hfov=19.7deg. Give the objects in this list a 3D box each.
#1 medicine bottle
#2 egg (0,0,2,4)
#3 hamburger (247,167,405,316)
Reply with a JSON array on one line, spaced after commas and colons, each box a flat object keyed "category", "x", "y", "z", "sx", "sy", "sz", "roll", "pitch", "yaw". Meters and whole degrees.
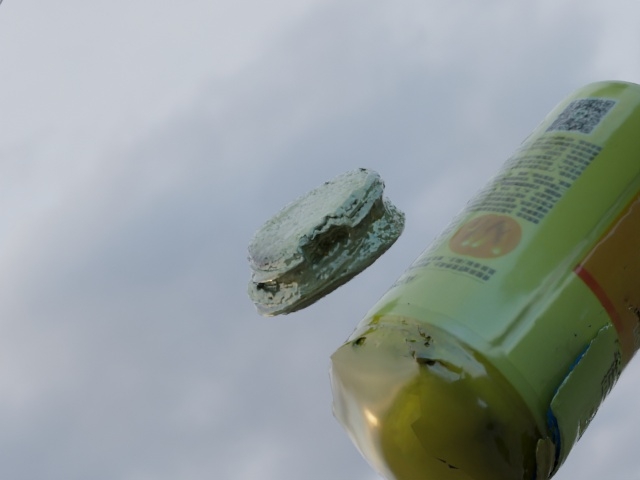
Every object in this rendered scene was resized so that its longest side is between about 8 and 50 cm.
[{"category": "medicine bottle", "x": 0.106, "y": 0.031, "z": 0.910, "sx": 0.239, "sy": 0.124, "sz": 0.124, "roll": -48, "pitch": -13, "yaw": -32}, {"category": "egg", "x": -0.283, "y": -0.187, "z": 1.125, "sx": 0.271, "sy": 0.162, "sz": 0.206, "roll": -58, "pitch": 0, "yaw": -45}, {"category": "hamburger", "x": 0.000, "y": 0.000, "z": 1.422, "sx": 0.140, "sy": 0.062, "sz": 0.133, "roll": -31, "pitch": 13, "yaw": 14}]
